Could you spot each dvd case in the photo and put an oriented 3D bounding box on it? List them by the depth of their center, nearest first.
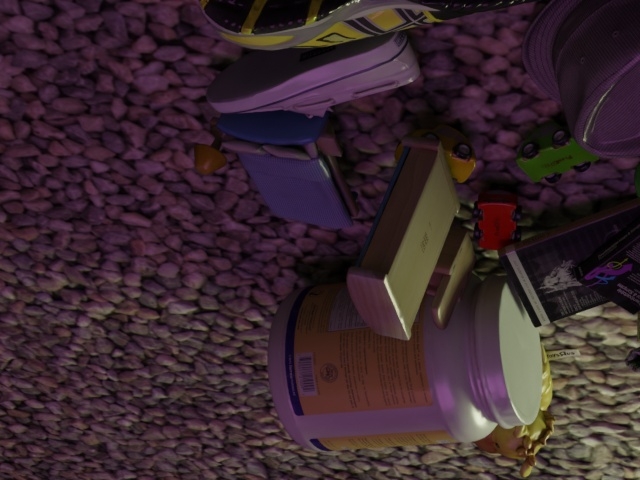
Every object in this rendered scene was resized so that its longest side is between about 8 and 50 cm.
[{"bbox_3d":[0.359,0.027,1.687,0.221,0.018,0.164,-21,135,13],"label":"dvd case"}]

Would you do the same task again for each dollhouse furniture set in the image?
[{"bbox_3d":[0.000,0.000,1.605,0.303,0.198,0.286,11,151,25],"label":"dollhouse furniture set"}]

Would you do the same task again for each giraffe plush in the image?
[{"bbox_3d":[0.284,0.254,1.921,0.210,0.170,0.181,-23,131,37],"label":"giraffe plush"}]

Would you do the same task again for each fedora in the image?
[{"bbox_3d":[0.347,-0.174,1.389,0.244,0.124,0.275,33,138,-25],"label":"fedora"}]

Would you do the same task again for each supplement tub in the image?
[{"bbox_3d":[0.120,0.165,1.794,0.331,0.241,0.241,-8,139,23],"label":"supplement tub"}]

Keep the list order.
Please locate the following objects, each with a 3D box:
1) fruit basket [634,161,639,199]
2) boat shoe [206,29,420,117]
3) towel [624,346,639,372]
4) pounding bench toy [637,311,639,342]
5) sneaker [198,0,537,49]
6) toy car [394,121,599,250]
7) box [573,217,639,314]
[{"bbox_3d":[0.531,-0.029,1.415,0.392,0.392,0.283,16,143,-6],"label":"fruit basket"},{"bbox_3d":[-0.010,-0.181,1.501,0.258,0.095,0.084,-10,133,28],"label":"boat shoe"},{"bbox_3d":[0.606,0.145,1.665,0.324,0.056,0.312,-14,166,36],"label":"towel"},{"bbox_3d":[0.480,0.136,1.788,0.065,0.083,0.052,30,139,-21],"label":"pounding bench toy"},{"bbox_3d":[0.066,-0.279,1.318,0.385,0.145,0.147,-6,176,-4],"label":"sneaker"},{"bbox_3d":[0.238,-0.093,1.583,0.225,0.053,0.239,-21,133,35],"label":"toy car"},{"bbox_3d":[0.422,0.022,1.658,0.116,0.029,0.162,29,123,-31],"label":"box"}]
